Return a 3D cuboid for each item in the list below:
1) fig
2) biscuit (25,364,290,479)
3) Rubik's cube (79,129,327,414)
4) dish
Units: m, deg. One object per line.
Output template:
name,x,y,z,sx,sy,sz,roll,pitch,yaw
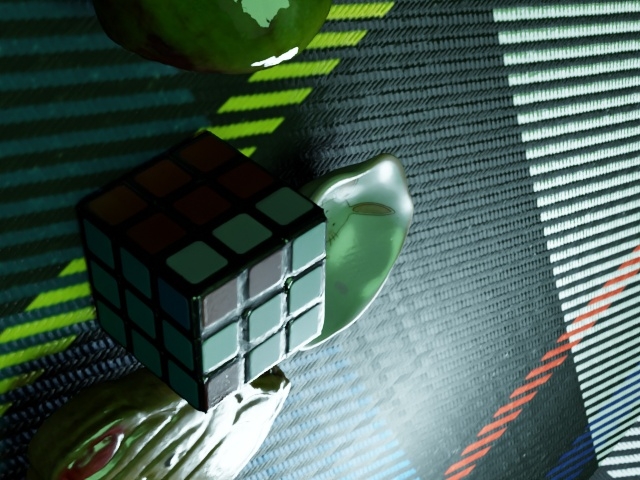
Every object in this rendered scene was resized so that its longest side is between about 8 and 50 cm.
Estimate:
fig,-0.086,-0.210,0.950,0.181,0.181,0.191,-42,125,-21
biscuit,-0.186,0.236,1.282,0.359,0.074,0.381,-44,161,-5
Rubik's cube,-0.102,0.026,1.159,0.163,0.160,0.162,-33,143,-33
dish,0.000,0.000,1.358,0.229,0.081,0.229,-36,142,-34
